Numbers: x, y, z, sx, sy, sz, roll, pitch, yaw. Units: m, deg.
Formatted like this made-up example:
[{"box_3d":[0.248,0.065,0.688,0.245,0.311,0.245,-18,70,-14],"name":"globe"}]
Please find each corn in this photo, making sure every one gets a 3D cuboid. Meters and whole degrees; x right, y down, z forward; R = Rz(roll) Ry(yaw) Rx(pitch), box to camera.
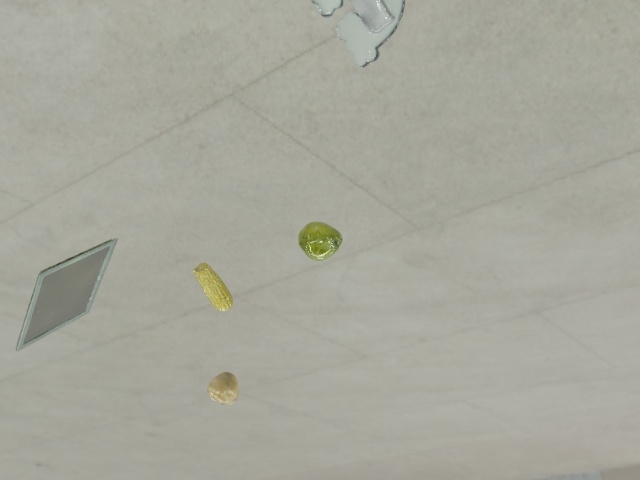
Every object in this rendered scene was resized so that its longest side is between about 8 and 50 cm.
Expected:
[{"box_3d":[-0.320,0.143,2.323,0.067,0.067,0.206,-10,135,17],"name":"corn"}]

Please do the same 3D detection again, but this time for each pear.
[{"box_3d":[0.000,0.000,1.713,0.096,0.092,0.092,-16,149,10],"name":"pear"}]

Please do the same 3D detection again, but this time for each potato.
[{"box_3d":[-0.202,0.308,1.614,0.068,0.083,0.062,43,125,-17],"name":"potato"}]

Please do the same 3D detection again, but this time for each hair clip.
[{"box_3d":[0.053,-0.394,1.213,0.140,0.054,0.220,-33,108,23],"name":"hair clip"}]

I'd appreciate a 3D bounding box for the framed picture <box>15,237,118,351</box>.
[{"box_3d":[-0.568,0.118,1.711,0.217,0.017,0.274,-32,160,-51],"name":"framed picture"}]
